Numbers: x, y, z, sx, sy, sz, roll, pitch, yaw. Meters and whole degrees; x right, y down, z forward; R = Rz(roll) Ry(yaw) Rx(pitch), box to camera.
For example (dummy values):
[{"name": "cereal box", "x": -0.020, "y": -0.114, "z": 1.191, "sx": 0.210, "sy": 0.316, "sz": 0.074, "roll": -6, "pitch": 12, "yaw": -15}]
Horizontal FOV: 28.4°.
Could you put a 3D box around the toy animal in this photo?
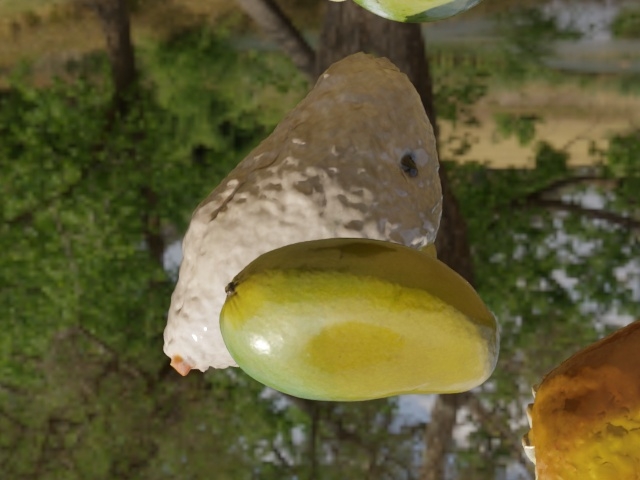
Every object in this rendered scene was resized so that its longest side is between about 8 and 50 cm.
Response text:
[{"name": "toy animal", "x": -0.005, "y": 0.005, "z": 1.237, "sx": 0.226, "sy": 0.358, "sz": 0.188, "roll": 48, "pitch": 175, "yaw": -36}]

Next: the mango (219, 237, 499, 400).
[{"name": "mango", "x": 0.028, "y": 0.051, "z": 0.845, "sx": 0.191, "sy": 0.122, "sz": 0.085, "roll": -2, "pitch": -146, "yaw": -6}]

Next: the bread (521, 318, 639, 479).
[{"name": "bread", "x": 0.194, "y": 0.094, "z": 0.591, "sx": 0.190, "sy": 0.132, "sz": 0.114, "roll": -25, "pitch": 144, "yaw": 5}]

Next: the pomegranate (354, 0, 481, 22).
[{"name": "pomegranate", "x": 0.052, "y": -0.242, "z": 0.924, "sx": 0.210, "sy": 0.179, "sz": 0.179, "roll": -11, "pitch": 176, "yaw": 41}]
